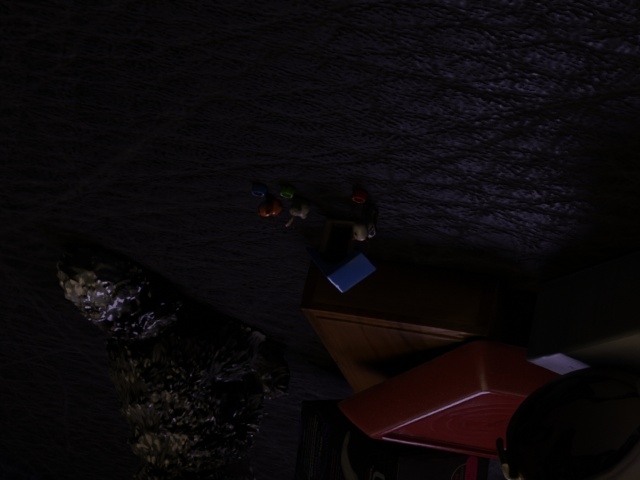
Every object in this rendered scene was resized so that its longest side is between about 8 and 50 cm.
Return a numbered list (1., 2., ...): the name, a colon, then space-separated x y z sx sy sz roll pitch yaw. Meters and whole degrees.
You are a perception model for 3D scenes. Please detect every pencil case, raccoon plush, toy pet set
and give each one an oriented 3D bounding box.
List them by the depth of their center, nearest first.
1. toy pet set: 0.000 0.000 1.404 0.122 0.065 0.114 4 158 26
2. pencil case: 0.326 0.295 1.446 0.410 0.184 0.160 53 -177 -36
3. raccoon plush: -0.233 0.232 1.828 0.216 0.299 0.446 -6 152 43

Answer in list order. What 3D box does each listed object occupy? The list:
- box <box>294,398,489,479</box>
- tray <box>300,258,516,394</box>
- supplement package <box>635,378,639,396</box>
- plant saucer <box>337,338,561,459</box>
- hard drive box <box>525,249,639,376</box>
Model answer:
1. box: 0.088 0.318 1.883 0.143 0.165 0.270 1 -170 -27
2. tray: 0.123 0.137 1.675 0.203 0.076 0.411 7 158 16
3. supplement package: 0.402 0.111 1.188 0.139 0.133 0.244 22 126 -22
4. plant saucer: 0.194 0.190 1.605 0.258 0.047 0.259 14 151 -32
5. hard drive box: 0.342 0.088 1.380 0.181 0.089 0.232 22 159 -21
